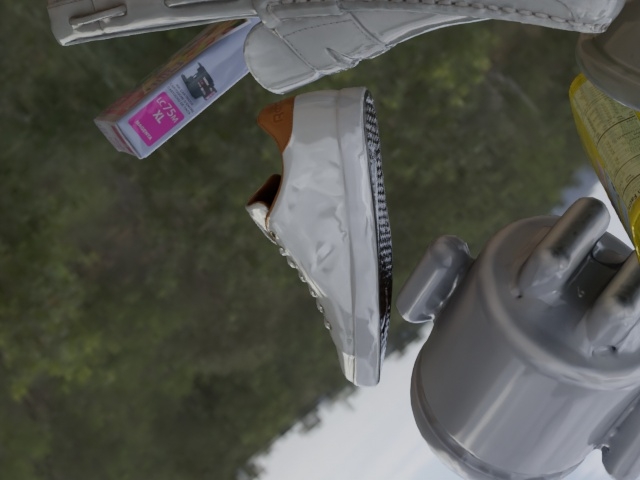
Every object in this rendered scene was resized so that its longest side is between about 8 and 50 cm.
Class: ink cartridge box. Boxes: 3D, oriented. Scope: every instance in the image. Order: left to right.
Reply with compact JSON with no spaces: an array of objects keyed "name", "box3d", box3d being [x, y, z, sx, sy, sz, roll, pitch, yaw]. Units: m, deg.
[{"name":"ink cartridge box","box3d":[-0.124,-0.218,1.779,0.311,0.065,0.186,-38,-165,-9]}]

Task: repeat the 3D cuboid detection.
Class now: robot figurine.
[{"name":"robot figurine","box3d":[0.210,0.116,1.467,0.200,0.300,0.353,-40,164,-39]}]

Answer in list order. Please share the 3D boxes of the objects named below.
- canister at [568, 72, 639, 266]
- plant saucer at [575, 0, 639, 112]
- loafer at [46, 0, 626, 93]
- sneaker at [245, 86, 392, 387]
[{"name":"canister","box3d":[0.263,-0.051,1.199,0.073,0.170,0.126,-23,140,5]},{"name":"plant saucer","box3d":[0.390,-0.169,1.097,0.400,0.400,0.101,-36,131,-52]},{"name":"loafer","box3d":[-0.001,-0.129,0.764,0.112,0.319,0.112,-15,113,-62]},{"name":"sneaker","box3d":[0.000,0.000,1.377,0.123,0.290,0.106,-3,-159,10]}]
